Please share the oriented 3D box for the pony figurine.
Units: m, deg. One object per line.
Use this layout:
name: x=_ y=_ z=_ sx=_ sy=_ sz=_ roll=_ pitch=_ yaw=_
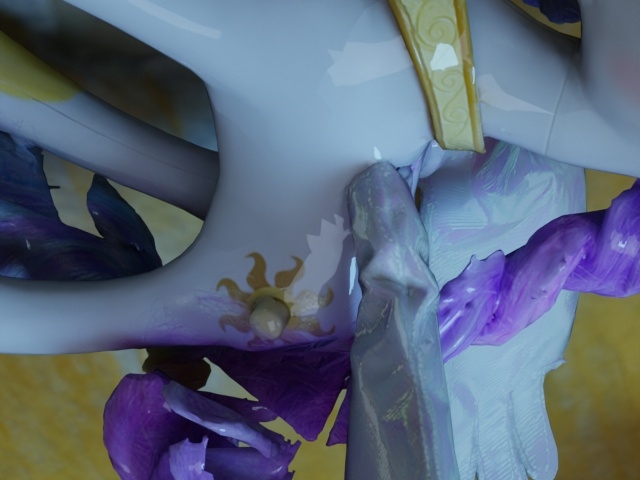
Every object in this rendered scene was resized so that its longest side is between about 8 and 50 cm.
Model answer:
pony figurine: x=0.000 y=0.000 z=0.556 sx=0.364 sy=0.303 sz=0.351 roll=15 pitch=123 yaw=8
